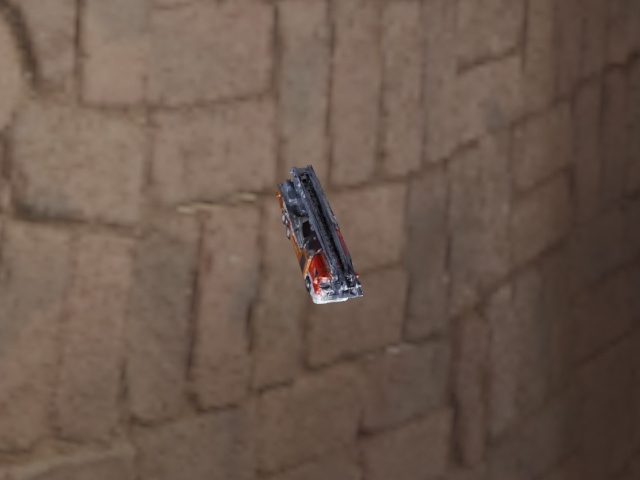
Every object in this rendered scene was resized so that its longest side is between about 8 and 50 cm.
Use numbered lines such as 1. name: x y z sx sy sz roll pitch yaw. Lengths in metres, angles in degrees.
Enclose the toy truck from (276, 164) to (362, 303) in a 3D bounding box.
1. toy truck: 0.000 0.000 0.935 0.032 0.024 0.083 109 -30 -49
